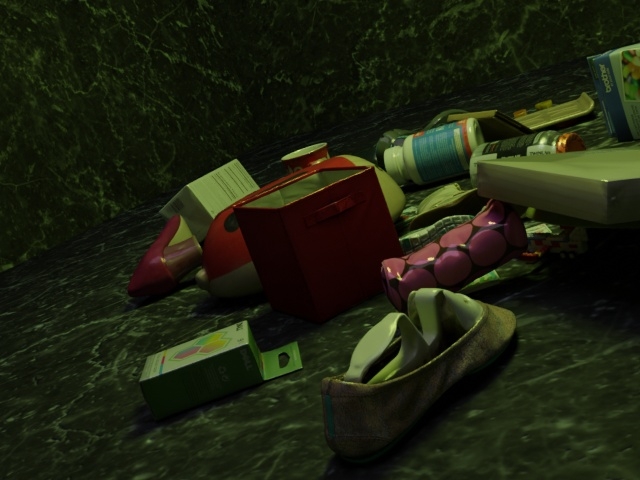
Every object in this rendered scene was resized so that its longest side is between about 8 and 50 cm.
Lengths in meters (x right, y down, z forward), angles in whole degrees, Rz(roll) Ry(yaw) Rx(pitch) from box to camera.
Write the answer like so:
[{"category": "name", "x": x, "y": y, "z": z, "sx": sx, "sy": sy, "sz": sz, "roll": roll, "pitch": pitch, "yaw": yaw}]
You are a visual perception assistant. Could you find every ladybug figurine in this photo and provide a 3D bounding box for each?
[{"category": "ladybug figurine", "x": -0.046, "y": -0.036, "z": 1.602, "sx": 0.450, "sy": 0.161, "sz": 0.305, "roll": -28, "pitch": 14, "yaw": -24}]

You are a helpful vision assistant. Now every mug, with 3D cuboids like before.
[{"category": "mug", "x": -0.016, "y": -0.126, "z": 1.943, "sx": 0.113, "sy": 0.169, "sz": 0.150, "roll": -15, "pitch": 14, "yaw": 17}]

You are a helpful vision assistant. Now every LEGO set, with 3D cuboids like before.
[{"category": "LEGO set", "x": 0.289, "y": 0.000, "z": 1.235, "sx": 0.244, "sy": 0.060, "sz": 0.182, "roll": -18, "pitch": 17, "yaw": 6}]

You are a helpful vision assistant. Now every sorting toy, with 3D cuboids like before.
[{"category": "sorting toy", "x": 0.589, "y": -0.321, "z": 2.175, "sx": 0.229, "sy": 0.041, "sz": 0.307, "roll": -20, "pitch": 12, "yaw": 16}]

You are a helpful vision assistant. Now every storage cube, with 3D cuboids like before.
[{"category": "storage cube", "x": 0.000, "y": 0.000, "z": 1.348, "sx": 0.184, "sy": 0.193, "sz": 0.215, "roll": -26, "pitch": 13, "yaw": -24}]

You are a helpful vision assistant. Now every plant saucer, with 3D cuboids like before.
[{"category": "plant saucer", "x": 0.412, "y": -0.055, "z": 1.174, "sx": 0.241, "sy": 0.037, "sz": 0.241, "roll": -2, "pitch": 10, "yaw": 0}]

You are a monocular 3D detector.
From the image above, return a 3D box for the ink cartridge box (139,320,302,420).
[{"category": "ink cartridge box", "x": -0.136, "y": 0.167, "z": 1.146, "sx": 0.209, "sy": 0.062, "sz": 0.109, "roll": -19, "pitch": 12, "yaw": -2}]

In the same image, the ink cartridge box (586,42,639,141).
[{"category": "ink cartridge box", "x": 0.657, "y": -0.296, "z": 1.622, "sx": 0.065, "sy": 0.185, "sz": 0.311, "roll": -29, "pitch": 15, "yaw": -29}]

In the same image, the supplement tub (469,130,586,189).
[{"category": "supplement tub", "x": 0.379, "y": -0.135, "z": 1.519, "sx": 0.190, "sy": 0.116, "sz": 0.117, "roll": -8, "pitch": 17, "yaw": 43}]

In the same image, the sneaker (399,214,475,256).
[{"category": "sneaker", "x": 0.192, "y": -0.006, "z": 1.392, "sx": 0.167, "sy": 0.064, "sz": 0.076, "roll": -16, "pitch": 9, "yaw": 9}]

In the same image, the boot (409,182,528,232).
[{"category": "boot", "x": 0.267, "y": -0.064, "z": 1.489, "sx": 0.213, "sy": 0.077, "sz": 0.165, "roll": -19, "pitch": 11, "yaw": 15}]

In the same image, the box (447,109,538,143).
[{"category": "box", "x": 0.416, "y": -0.260, "z": 1.967, "sx": 0.165, "sy": 0.021, "sz": 0.201, "roll": 22, "pitch": -4, "yaw": -23}]

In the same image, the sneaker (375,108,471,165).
[{"category": "sneaker", "x": 0.304, "y": -0.239, "z": 2.144, "sx": 0.341, "sy": 0.125, "sz": 0.140, "roll": -24, "pitch": 41, "yaw": -32}]

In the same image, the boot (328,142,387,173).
[{"category": "boot", "x": 0.101, "y": -0.210, "z": 2.280, "sx": 0.207, "sy": 0.094, "sz": 0.246, "roll": -19, "pitch": 19, "yaw": 18}]

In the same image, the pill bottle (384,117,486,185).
[{"category": "pill bottle", "x": 0.265, "y": -0.197, "z": 1.928, "sx": 0.222, "sy": 0.124, "sz": 0.124, "roll": -14, "pitch": 14, "yaw": 22}]

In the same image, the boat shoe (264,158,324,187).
[{"category": "boat shoe", "x": -0.096, "y": -0.074, "z": 1.882, "sx": 0.341, "sy": 0.110, "sz": 0.122, "roll": -28, "pitch": 6, "yaw": 29}]

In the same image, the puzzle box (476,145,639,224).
[{"category": "puzzle box", "x": 0.448, "y": -0.084, "z": 1.081, "sx": 0.409, "sy": 0.052, "sz": 0.272, "roll": -7, "pitch": 11, "yaw": -19}]

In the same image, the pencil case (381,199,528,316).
[{"category": "pencil case", "x": 0.180, "y": 0.021, "z": 1.154, "sx": 0.209, "sy": 0.095, "sz": 0.098, "roll": -29, "pitch": 55, "yaw": 1}]

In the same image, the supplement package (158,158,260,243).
[{"category": "supplement package", "x": -0.285, "y": -0.099, "z": 2.227, "sx": 0.139, "sy": 0.133, "sz": 0.244, "roll": -37, "pitch": 1, "yaw": 34}]

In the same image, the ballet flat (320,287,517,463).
[{"category": "ballet flat", "x": 0.114, "y": 0.114, "z": 0.900, "sx": 0.108, "sy": 0.106, "sz": 0.316, "roll": -8, "pitch": 17, "yaw": 43}]

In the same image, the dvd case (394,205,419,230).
[{"category": "dvd case", "x": 0.164, "y": -0.042, "z": 1.683, "sx": 0.120, "sy": 0.013, "sz": 0.087, "roll": -23, "pitch": 13, "yaw": -20}]

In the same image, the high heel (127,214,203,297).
[{"category": "high heel", "x": -0.370, "y": 0.036, "z": 1.919, "sx": 0.181, "sy": 0.127, "sz": 0.377, "roll": -28, "pitch": 10, "yaw": -9}]
